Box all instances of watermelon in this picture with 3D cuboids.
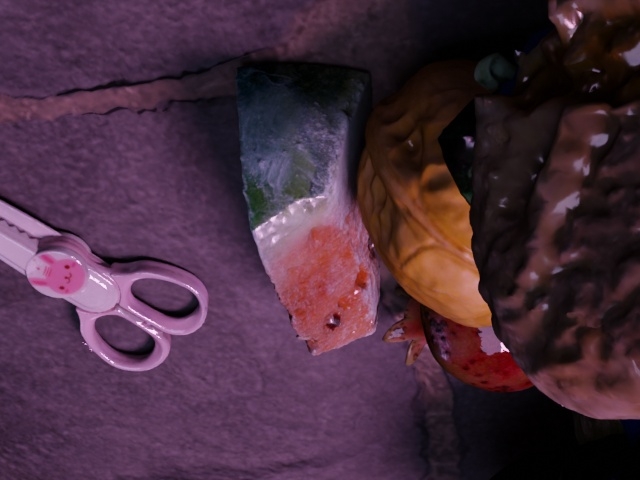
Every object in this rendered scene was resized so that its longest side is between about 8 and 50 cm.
[{"bbox_3d":[0.000,0.000,0.975,0.094,0.154,0.241,-3,140,9],"label":"watermelon"}]

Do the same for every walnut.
[{"bbox_3d":[0.103,-0.034,0.883,0.159,0.207,0.159,-13,136,-13],"label":"walnut"}]

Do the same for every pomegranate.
[{"bbox_3d":[0.118,0.052,0.996,0.159,0.129,0.129,-4,127,17],"label":"pomegranate"}]

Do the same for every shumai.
[{"bbox_3d":[0.257,-0.047,0.608,0.346,0.217,0.283,-47,150,24],"label":"shumai"}]

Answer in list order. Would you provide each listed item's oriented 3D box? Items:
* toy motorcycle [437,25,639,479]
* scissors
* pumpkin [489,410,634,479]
[{"bbox_3d":[0.201,0.025,0.760,0.125,0.196,0.331,-4,131,53],"label":"toy motorcycle"},{"bbox_3d":[-0.208,0.021,1.062,0.242,0.030,0.118,36,122,-22],"label":"scissors"},{"bbox_3d":[0.238,0.213,1.069,0.248,0.248,0.248,3,128,4],"label":"pumpkin"}]
